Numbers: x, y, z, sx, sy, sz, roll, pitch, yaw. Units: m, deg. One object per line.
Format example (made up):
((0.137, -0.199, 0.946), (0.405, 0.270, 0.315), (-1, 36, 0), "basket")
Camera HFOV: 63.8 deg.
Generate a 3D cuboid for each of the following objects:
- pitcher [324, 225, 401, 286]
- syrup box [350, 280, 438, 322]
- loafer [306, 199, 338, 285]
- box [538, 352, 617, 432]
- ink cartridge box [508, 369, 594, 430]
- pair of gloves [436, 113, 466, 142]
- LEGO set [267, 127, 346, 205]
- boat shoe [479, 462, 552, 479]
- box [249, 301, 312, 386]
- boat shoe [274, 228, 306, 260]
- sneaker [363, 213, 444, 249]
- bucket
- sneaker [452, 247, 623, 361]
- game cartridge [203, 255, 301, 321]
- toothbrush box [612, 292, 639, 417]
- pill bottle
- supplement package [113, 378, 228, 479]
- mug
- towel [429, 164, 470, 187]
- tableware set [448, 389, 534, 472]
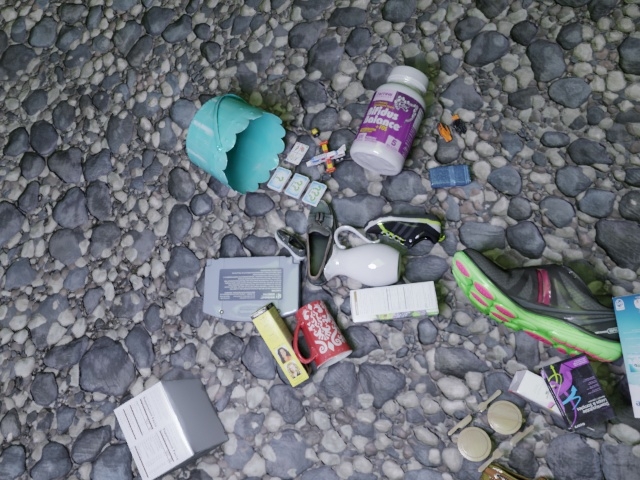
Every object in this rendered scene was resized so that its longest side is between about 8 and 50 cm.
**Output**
((0.129, 0.043, 1.493), (0.207, 0.125, 0.177), (4, 72, 16), "pitcher")
((0.207, 0.179, 1.458), (0.237, 0.093, 0.096), (-8, 76, 8), "syrup box")
((0.000, 0.000, 1.540), (0.096, 0.084, 0.267), (0, 77, 9), "loafer")
((0.628, 0.370, 1.256), (0.116, 0.029, 0.162), (-19, 69, -3), "box")
((0.601, 0.409, 1.324), (0.198, 0.115, 0.067), (27, 81, 13), "ink cartridge box")
((0.407, -0.348, 1.596), (0.083, 0.010, 0.074), (-25, 72, 0), "pair of gloves")
((-0.036, -0.245, 1.606), (0.182, 0.060, 0.244), (24, 73, 22), "LEGO set")
((0.553, 0.645, 1.277), (0.307, 0.111, 0.104), (13, 80, 12), "boat shoe")
((-0.109, 0.292, 1.459), (0.058, 0.087, 0.232), (-32, 90, 6), "box")
((-0.088, 0.003, 1.558), (0.049, 0.040, 0.142), (-17, 48, -37), "boat shoe")
((0.244, -0.022, 1.506), (0.235, 0.084, 0.097), (-3, 77, 9), "sneaker")
((-0.258, -0.298, 1.568), (0.183, 0.281, 0.281), (31, 83, 20), "bucket")
((0.577, 0.145, 1.378), (0.483, 0.185, 0.202), (28, 74, 6), "sneaker")
((-0.206, 0.148, 1.557), (0.297, 0.062, 0.198), (-2, 81, 9), "game cartridge")
((0.863, 0.277, 1.258), (0.216, 0.126, 0.295), (3, 74, -27), "toothbrush box")
((0.217, -0.363, 1.550), (0.169, 0.169, 0.301), (20, 81, 14), "pill bottle")
((-0.393, 0.501, 1.392), (0.145, 0.262, 0.204), (-31, 73, 1), "supplement package")
((-0.006, 0.263, 1.451), (0.113, 0.150, 0.169), (-38, 67, 26), "mug")
((0.390, -0.193, 1.551), (0.119, 0.029, 0.067), (-4, 76, 8), "towel")
((0.448, 0.507, 1.365), (0.194, 0.039, 0.128), (-37, 58, -6), "tableware set")
